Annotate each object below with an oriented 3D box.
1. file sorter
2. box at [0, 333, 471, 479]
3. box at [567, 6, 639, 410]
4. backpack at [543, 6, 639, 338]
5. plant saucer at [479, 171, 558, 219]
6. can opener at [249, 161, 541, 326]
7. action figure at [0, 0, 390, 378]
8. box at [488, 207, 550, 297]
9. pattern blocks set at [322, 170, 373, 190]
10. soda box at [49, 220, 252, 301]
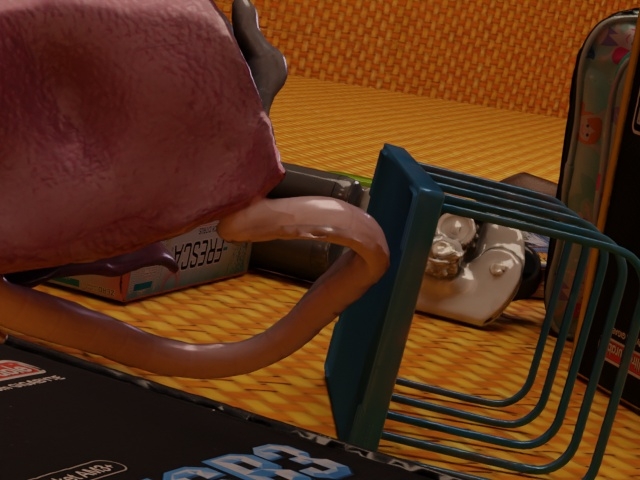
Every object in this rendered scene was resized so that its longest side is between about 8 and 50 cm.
[{"bbox_3d":[0.068,0.034,0.797,0.104,0.118,0.170,14,8,-5],"label":"file sorter"},{"bbox_3d":[-0.033,0.101,0.379,0.293,0.073,0.295,16,9,23],"label":"box"},{"bbox_3d":[0.247,-0.012,0.854,0.079,0.257,0.322,8,10,-22],"label":"box"},{"bbox_3d":[0.274,-0.028,1.099,0.253,0.225,0.191,9,11,6],"label":"backpack"},{"bbox_3d":[0.219,-0.014,1.400,0.199,0.036,0.198,18,5,-2],"label":"plant saucer"},{"bbox_3d":[0.000,0.000,1.152,0.280,0.074,0.093,15,-25,14],"label":"can opener"},{"bbox_3d":[-0.207,-0.010,0.699,0.370,0.248,0.275,-17,66,-42],"label":"action figure"},{"bbox_3d":[0.110,0.006,1.261,0.137,0.027,0.094,5,26,-35],"label":"box"},{"bbox_3d":[0.026,-0.025,1.433,0.325,0.026,0.285,13,9,9],"label":"pattern blocks set"},{"bbox_3d":[-0.097,-0.006,1.041,0.063,0.058,0.183,14,8,18],"label":"soda box"}]
